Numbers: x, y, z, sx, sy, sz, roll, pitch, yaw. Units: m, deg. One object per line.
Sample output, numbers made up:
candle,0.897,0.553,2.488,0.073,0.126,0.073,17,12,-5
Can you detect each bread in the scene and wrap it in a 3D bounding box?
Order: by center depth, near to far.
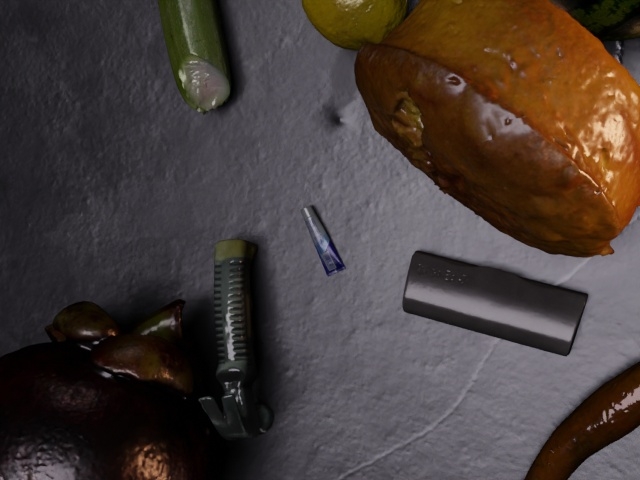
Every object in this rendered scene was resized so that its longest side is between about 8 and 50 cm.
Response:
bread,0.175,-0.116,0.974,0.312,0.312,0.172,36,87,13

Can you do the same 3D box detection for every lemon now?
lemon,0.035,-0.262,1.095,0.109,0.109,0.133,-41,75,16

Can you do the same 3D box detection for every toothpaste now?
toothpaste,0.000,0.000,1.171,0.024,0.015,0.083,-26,90,17

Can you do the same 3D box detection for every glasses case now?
glasses case,0.185,0.066,1.101,0.190,0.042,0.072,15,90,17

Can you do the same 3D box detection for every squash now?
squash,-0.151,-0.262,1.177,0.069,0.069,0.239,-12,89,19

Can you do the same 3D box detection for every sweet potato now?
sweet potato,0.286,0.193,1.067,0.264,0.057,0.057,-45,79,20

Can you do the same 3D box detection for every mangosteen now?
mangosteen,-0.250,0.216,1.134,0.307,0.307,0.347,14,74,17

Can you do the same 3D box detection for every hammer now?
hammer,-0.095,0.110,1.153,0.041,0.159,0.226,-5,79,12

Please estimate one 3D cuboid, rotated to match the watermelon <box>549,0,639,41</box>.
watermelon,0.277,-0.317,0.936,0.269,0.269,0.269,1,93,18
